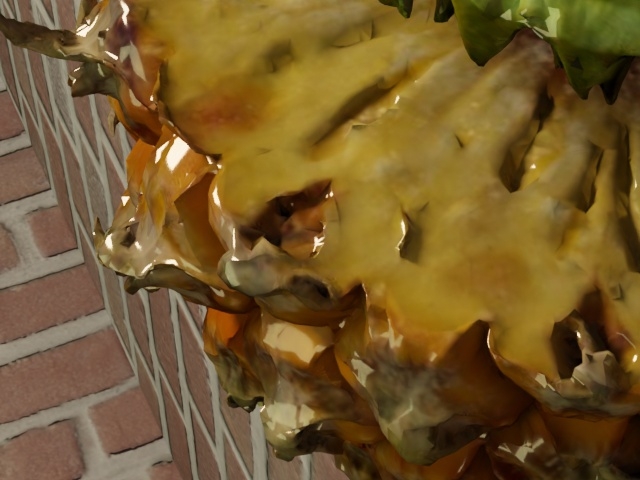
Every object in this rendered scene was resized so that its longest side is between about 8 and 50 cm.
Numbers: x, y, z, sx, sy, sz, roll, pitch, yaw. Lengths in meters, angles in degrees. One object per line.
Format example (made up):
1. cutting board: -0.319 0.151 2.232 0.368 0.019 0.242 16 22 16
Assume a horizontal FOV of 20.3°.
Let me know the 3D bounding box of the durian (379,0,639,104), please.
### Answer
1. durian: 0.055 -0.200 0.445 0.198 0.163 0.394 -178 74 -72

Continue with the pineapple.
1. pineapple: 0.000 0.002 0.634 0.286 0.209 0.344 94 168 -53
